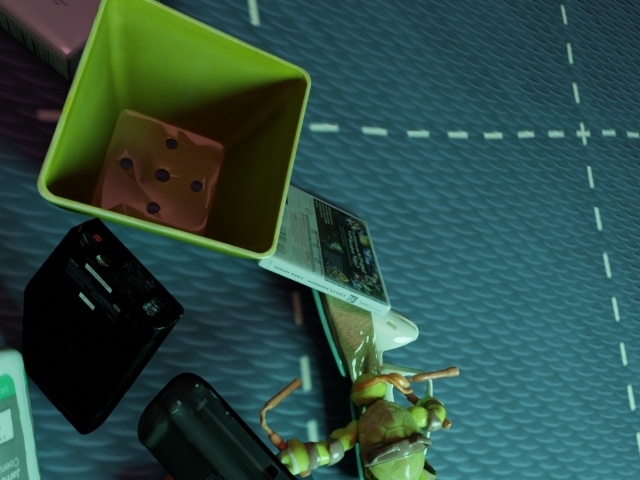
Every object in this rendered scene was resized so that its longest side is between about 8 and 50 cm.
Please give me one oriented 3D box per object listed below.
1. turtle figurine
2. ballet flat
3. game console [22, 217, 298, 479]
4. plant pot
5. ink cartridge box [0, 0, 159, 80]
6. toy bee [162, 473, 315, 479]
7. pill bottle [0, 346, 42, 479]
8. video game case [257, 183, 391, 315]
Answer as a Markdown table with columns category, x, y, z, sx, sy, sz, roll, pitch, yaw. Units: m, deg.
| category | x | y | z | sx | sy | sz | roll | pitch | yaw |
| --- | --- | --- | --- | --- | --- | --- | --- | --- | --- |
| turtle figurine | 0.084 | 0.225 | 0.507 | 0.269 | 0.087 | 0.217 | -1 | 61 | -32 |
| ballet flat | 0.079 | 0.175 | 0.647 | 0.124 | 0.116 | 0.343 | -15 | 89 | 5 |
| game console | -0.145 | 0.164 | 0.455 | 0.361 | 0.213 | 0.044 | 46 | 35 | 5 |
| plant pot | -0.161 | -0.095 | 0.542 | 0.212 | 0.187 | 0.212 | 17 | 74 | -24 |
| ink cartridge box | -0.321 | -0.414 | 0.581 | 0.324 | 0.071 | 0.330 | 40 | 65 | -13 |
| toy bee | -0.029 | 0.314 | 0.513 | 0.298 | 0.162 | 0.195 | -13 | 106 | -4 |
| pill bottle | -0.327 | 0.282 | 0.388 | 0.204 | 0.204 | 0.361 | -9 | 85 | -28 |
| video game case | 0.000 | 0.000 | 0.635 | 0.173 | 0.022 | 0.190 | 24 | 29 | -21 |
